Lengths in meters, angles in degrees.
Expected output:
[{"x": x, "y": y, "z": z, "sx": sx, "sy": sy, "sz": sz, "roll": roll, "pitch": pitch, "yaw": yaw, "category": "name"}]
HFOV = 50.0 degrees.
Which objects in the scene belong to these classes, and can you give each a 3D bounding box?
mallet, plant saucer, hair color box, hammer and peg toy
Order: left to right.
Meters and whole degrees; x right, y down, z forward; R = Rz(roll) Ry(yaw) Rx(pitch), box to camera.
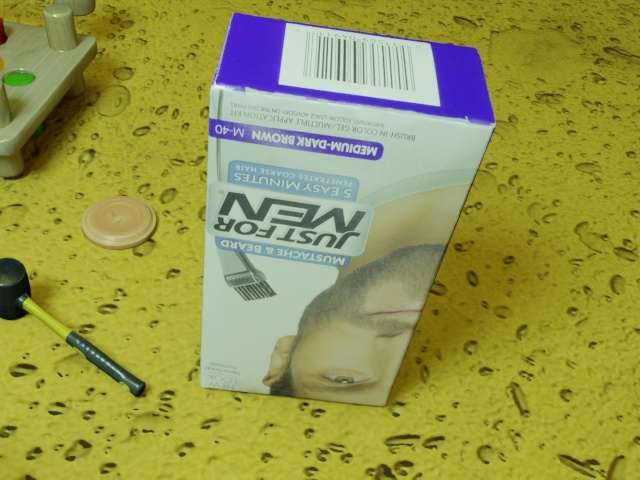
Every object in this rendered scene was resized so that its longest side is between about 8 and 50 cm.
[{"x": -0.440, "y": -0.241, "z": 0.889, "sx": 0.266, "sy": 0.127, "sz": 0.361, "roll": 10, "pitch": 44, "yaw": 2, "category": "hammer and peg toy"}, {"x": -0.246, "y": 0.093, "z": 0.658, "sx": 0.190, "sy": 0.062, "sz": 0.039, "roll": 38, "pitch": 50, "yaw": 6, "category": "mallet"}, {"x": -0.231, "y": -0.023, "z": 0.788, "sx": 0.084, "sy": 0.013, "sz": 0.083, "roll": 5, "pitch": 44, "yaw": -5, "category": "plant saucer"}, {"x": 0.000, "y": 0.000, "z": 0.574, "sx": 0.185, "sy": 0.338, "sz": 0.110, "roll": 7, "pitch": 46, "yaw": -4, "category": "hair color box"}]
